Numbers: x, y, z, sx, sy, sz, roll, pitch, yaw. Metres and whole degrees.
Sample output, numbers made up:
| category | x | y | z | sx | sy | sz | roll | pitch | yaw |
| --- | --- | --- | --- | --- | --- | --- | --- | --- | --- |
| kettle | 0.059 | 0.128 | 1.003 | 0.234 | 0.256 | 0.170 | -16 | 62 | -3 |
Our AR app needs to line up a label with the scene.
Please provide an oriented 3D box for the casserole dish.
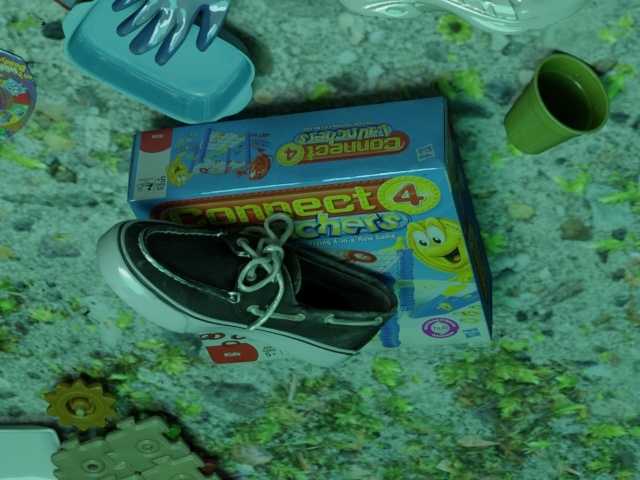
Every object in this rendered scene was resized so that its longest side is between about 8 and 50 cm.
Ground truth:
| category | x | y | z | sx | sy | sz | roll | pitch | yaw |
| --- | --- | --- | --- | --- | --- | --- | --- | --- | --- |
| casserole dish | -0.147 | -0.177 | 1.519 | 0.188 | 0.037 | 0.114 | 25 | 134 | -22 |

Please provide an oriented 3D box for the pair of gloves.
| category | x | y | z | sx | sy | sz | roll | pitch | yaw |
| --- | --- | --- | --- | --- | --- | --- | --- | --- | --- |
| pair of gloves | -0.156 | -0.247 | 1.421 | 0.198 | 0.023 | 0.159 | 31 | 110 | -24 |

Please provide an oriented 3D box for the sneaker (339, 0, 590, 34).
| category | x | y | z | sx | sy | sz | roll | pitch | yaw |
| --- | --- | --- | --- | --- | --- | --- | --- | --- | --- |
| sneaker | 0.125 | -0.244 | 1.384 | 0.232 | 0.090 | 0.115 | 2 | 134 | 2 |

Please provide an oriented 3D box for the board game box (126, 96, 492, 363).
| category | x | y | z | sx | sy | sz | roll | pitch | yaw |
| --- | --- | --- | --- | --- | --- | --- | --- | --- | --- |
| board game box | 0.000 | 0.000 | 1.636 | 0.308 | 0.086 | 0.302 | -6 | 144 | 12 |

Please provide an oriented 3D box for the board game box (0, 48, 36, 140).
| category | x | y | z | sx | sy | sz | roll | pitch | yaw |
| --- | --- | --- | --- | --- | --- | --- | --- | --- | --- |
| board game box | -0.360 | -0.142 | 1.579 | 0.169 | 0.033 | 0.133 | 22 | 135 | -18 |

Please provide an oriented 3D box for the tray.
| category | x | y | z | sx | sy | sz | roll | pitch | yaw |
| --- | --- | --- | --- | --- | --- | --- | --- | --- | --- |
| tray | -0.443 | 0.269 | 2.040 | 0.270 | 0.030 | 0.145 | -1 | 137 | 7 |

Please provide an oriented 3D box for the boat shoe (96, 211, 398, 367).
| category | x | y | z | sx | sy | sz | roll | pitch | yaw |
| --- | --- | --- | --- | --- | --- | --- | --- | --- | --- |
| boat shoe | -0.059 | 0.037 | 1.523 | 0.306 | 0.113 | 0.105 | 25 | 133 | -32 |

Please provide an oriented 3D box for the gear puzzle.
| category | x | y | z | sx | sy | sz | roll | pitch | yaw |
| --- | --- | --- | --- | --- | --- | --- | --- | --- | --- |
| gear puzzle | -0.230 | 0.267 | 2.010 | 0.175 | 0.044 | 0.339 | -22 | 132 | 19 |

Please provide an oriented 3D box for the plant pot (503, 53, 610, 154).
| category | x | y | z | sx | sy | sz | roll | pitch | yaw |
| --- | --- | --- | --- | --- | --- | --- | --- | --- | --- |
| plant pot | 0.212 | -0.118 | 1.526 | 0.083 | 0.083 | 0.079 | 23 | 146 | -19 |
